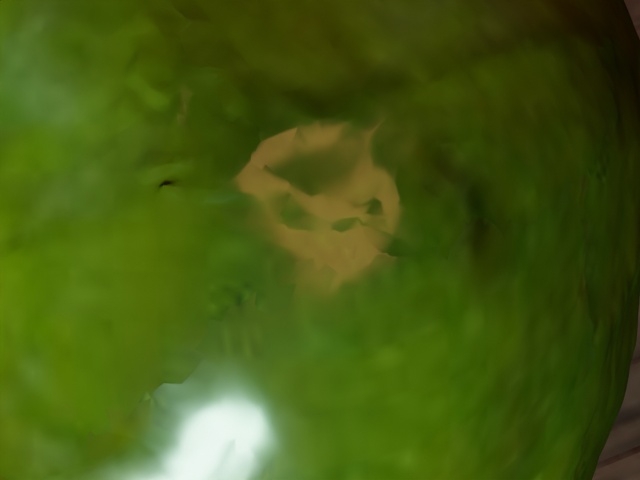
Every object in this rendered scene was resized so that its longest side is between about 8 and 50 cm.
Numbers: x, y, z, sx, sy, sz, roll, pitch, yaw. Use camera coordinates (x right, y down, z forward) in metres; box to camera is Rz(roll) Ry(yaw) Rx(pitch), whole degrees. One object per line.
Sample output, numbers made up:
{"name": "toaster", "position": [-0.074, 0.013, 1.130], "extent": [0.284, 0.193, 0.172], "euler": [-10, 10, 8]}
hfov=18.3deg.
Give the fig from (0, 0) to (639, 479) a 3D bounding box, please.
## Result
{"name": "fig", "position": [-0.027, -0.009, 0.521], "extent": [0.233, 0.233, 0.314], "euler": [49, 15, -6]}
